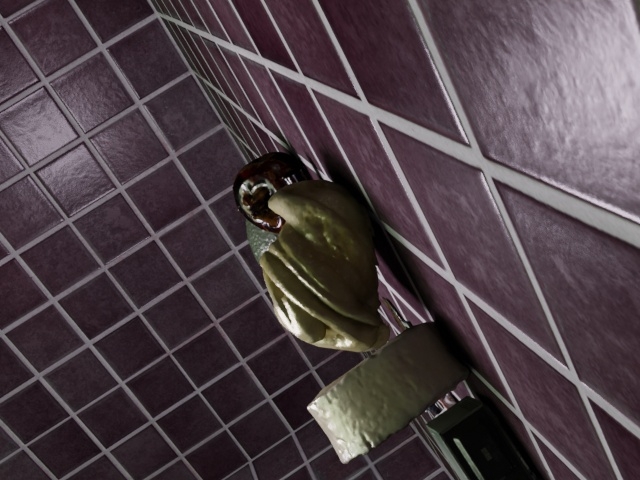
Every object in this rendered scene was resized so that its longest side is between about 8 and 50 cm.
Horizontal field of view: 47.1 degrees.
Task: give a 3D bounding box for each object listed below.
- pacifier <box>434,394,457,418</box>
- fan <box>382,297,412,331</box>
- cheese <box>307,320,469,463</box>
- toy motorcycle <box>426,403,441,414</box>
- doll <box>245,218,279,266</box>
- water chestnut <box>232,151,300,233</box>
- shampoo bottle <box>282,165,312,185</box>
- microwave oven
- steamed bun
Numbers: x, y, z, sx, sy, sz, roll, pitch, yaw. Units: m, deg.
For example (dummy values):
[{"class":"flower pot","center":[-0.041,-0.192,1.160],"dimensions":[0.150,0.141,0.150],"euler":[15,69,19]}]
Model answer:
[{"class":"pacifier","center":[0.325,0.441,1.879],"dimensions":[0.081,0.078,0.099],"euler":[36,-176,-25]},{"class":"fan","center":[0.213,0.214,1.921],"dimensions":[0.153,0.008,0.227],"euler":[58,176,1]},{"class":"cheese","center":[0.144,0.299,1.501],"dimensions":[0.153,0.332,0.292],"euler":[56,-158,11]},{"class":"toy motorcycle","center":[0.257,0.425,2.228],"dimensions":[0.204,0.108,0.239],"euler":[51,172,52]},{"class":"doll","center":[-0.149,-0.070,2.487],"dimensions":[0.247,0.247,0.350],"euler":[104,142,-83]},{"class":"water chestnut","center":[-0.131,-0.124,1.970],"dimensions":[0.223,0.238,0.224],"euler":[17,121,30]},{"class":"shampoo bottle","center":[0.000,-0.053,1.788],"dimensions":[0.278,0.104,0.104],"euler":[59,175,-16]},{"class":"microwave oven","center":[0.327,0.429,1.471],"dimensions":[0.205,0.129,0.163],"euler":[57,173,3]},{"class":"steamed bun","center":[-0.003,0.057,1.514],"dimensions":[0.325,0.230,0.373],"euler":[-169,64,-85]}]
